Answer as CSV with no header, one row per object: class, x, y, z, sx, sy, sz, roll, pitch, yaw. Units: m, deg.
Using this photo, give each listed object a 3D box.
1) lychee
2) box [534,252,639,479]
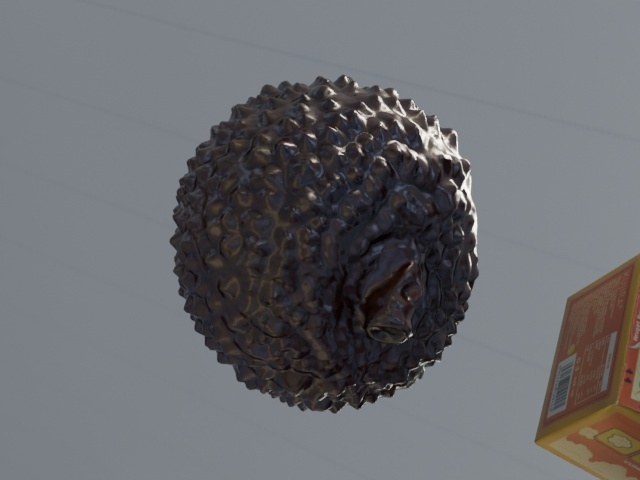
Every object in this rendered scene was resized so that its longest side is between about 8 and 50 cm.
lychee,0.000,0.000,0.866,0.330,0.306,0.306,36,-39,55
box,0.508,0.212,1.394,0.260,0.283,0.214,29,-34,-7
